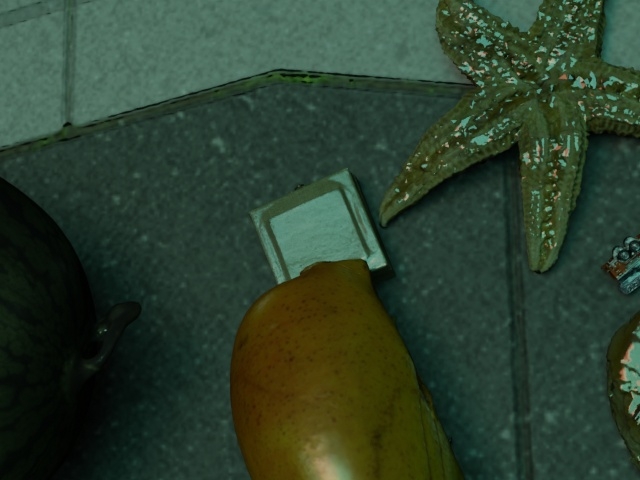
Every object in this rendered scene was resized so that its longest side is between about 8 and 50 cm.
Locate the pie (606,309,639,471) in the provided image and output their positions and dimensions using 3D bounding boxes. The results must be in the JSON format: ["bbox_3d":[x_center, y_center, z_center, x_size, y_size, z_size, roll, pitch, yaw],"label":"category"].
[{"bbox_3d":[0.275,0.088,0.960,0.195,0.046,0.195,-4,75,14],"label":"pie"}]

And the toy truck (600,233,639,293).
[{"bbox_3d":[0.227,0.001,1.004,0.083,0.024,0.032,-40,93,4],"label":"toy truck"}]

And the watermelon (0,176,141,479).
[{"bbox_3d":[-0.300,0.072,0.980,0.359,0.279,0.278,2,77,13],"label":"watermelon"}]

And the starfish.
[{"bbox_3d":[0.157,-0.095,1.038,0.236,0.062,0.277,43,85,14],"label":"starfish"}]

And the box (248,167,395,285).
[{"bbox_3d":[0.000,0.000,1.054,0.079,0.035,0.083,-23,71,7],"label":"box"}]

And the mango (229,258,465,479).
[{"bbox_3d":[0.021,0.137,0.962,0.126,0.154,0.252,-29,58,13],"label":"mango"}]
